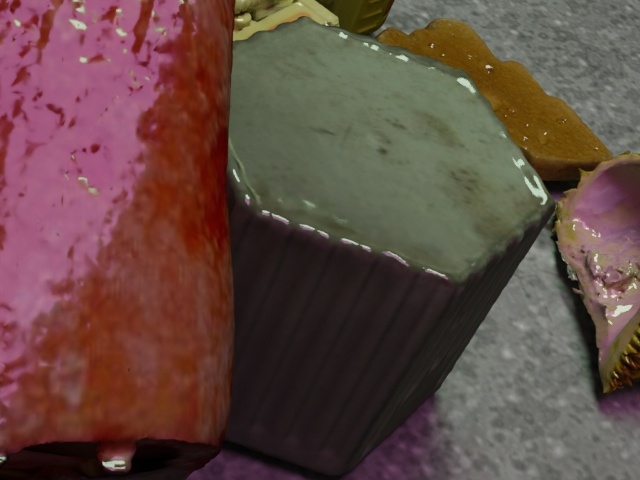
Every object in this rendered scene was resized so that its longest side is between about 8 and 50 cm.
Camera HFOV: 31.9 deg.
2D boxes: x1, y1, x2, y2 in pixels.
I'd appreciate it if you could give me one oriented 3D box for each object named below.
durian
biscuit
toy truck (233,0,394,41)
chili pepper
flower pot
[{"bbox_3d":[0.252,0.019,0.866,0.132,0.165,0.182,-7,11,9],"label":"durian"},{"bbox_3d":[0.146,-0.115,0.991,0.238,0.041,0.212,30,36,4],"label":"biscuit"},{"bbox_3d":[-0.032,-0.214,0.938,0.157,0.124,0.272,43,45,18],"label":"toy truck"},{"bbox_3d":[-0.162,-0.027,0.528,0.251,0.306,0.229,1,-8,23],"label":"chili pepper"},{"bbox_3d":[0.000,0.000,0.695,0.209,0.190,0.239,40,44,17],"label":"flower pot"}]
